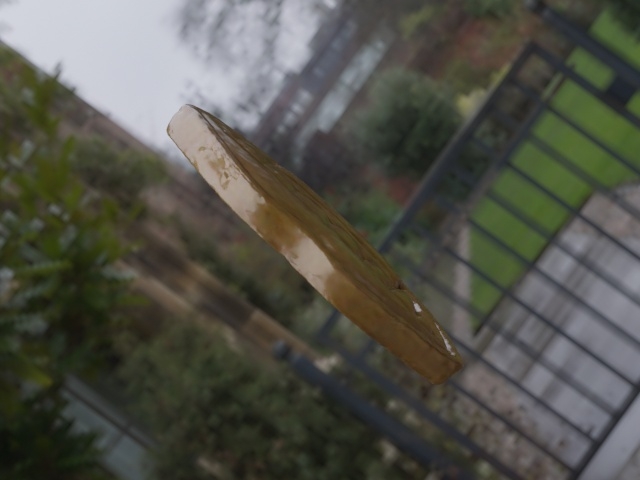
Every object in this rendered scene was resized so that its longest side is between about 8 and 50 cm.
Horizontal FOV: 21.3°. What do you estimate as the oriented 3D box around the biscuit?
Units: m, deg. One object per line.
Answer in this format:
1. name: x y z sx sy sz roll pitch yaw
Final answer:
1. biscuit: 0.000 0.000 0.986 0.029 0.220 0.142 -48 -11 8
